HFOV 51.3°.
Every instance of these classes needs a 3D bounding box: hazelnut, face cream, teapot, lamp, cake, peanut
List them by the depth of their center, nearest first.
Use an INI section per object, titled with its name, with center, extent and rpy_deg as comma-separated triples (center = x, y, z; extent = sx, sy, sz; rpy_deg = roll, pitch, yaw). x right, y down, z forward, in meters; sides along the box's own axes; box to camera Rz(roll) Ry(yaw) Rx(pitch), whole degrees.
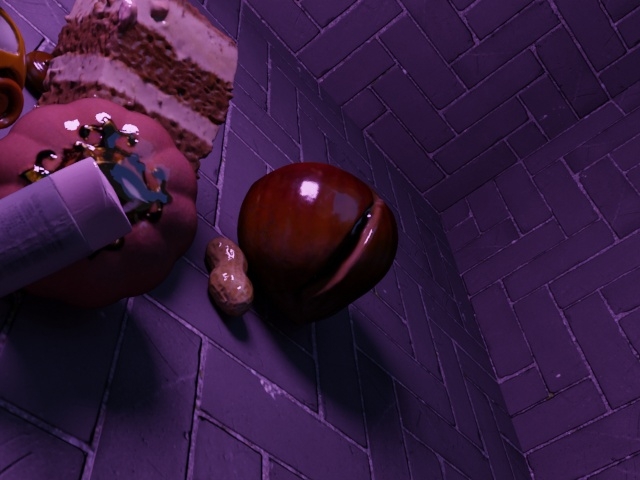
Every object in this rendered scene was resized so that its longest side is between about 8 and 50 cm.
[face cream]
center = -0.365, 0.006, 0.787
extent = 0.107, 0.269, 0.073
rpy_deg = 64, -17, -14
[lamp]
center = -0.333, -0.051, 0.970
extent = 0.306, 0.240, 0.305
rpy_deg = 4, 80, -23
[cake]
center = -0.321, -0.284, 1.204
extent = 0.256, 0.290, 0.282
rpy_deg = 17, -9, 45
[teapot]
center = -0.496, -0.317, 1.256
extent = 0.098, 0.078, 0.129
rpy_deg = 61, 21, 15
[peanut]
center = -0.187, 0.068, 1.339
extent = 0.089, 0.089, 0.192
rpy_deg = 35, 24, -42
[hazelnut]
center = 0.000, 0.000, 1.481
extent = 0.359, 0.359, 0.409
rpy_deg = 57, 14, 6

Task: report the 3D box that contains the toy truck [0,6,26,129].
[toy truck]
center = -0.521, -0.275, 0.860
extent = 0.204, 0.211, 0.288
rpy_deg = 25, 11, 24
